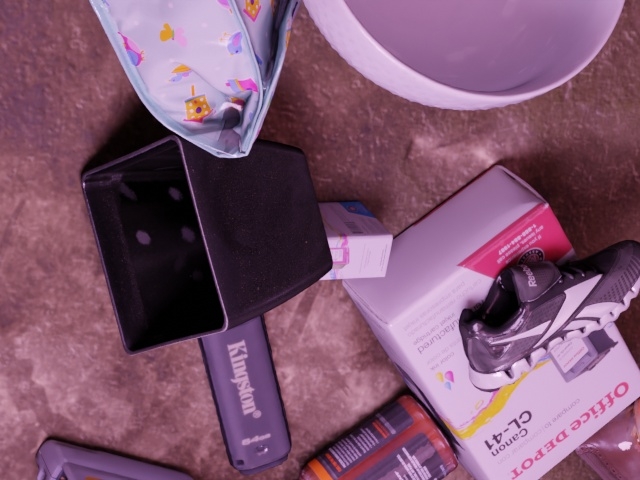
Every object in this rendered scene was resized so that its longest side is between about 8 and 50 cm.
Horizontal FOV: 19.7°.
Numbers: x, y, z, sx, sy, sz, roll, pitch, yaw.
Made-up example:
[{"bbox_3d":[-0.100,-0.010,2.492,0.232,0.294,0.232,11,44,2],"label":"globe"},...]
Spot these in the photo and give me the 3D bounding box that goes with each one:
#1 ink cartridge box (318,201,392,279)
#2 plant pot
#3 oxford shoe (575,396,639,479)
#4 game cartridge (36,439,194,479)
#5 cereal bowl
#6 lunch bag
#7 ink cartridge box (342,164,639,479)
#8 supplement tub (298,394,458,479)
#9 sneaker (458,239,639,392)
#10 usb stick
[{"bbox_3d":[0.000,0.000,1.931,0.122,0.088,0.052,-1,116,-25],"label":"ink cartridge box"},{"bbox_3d":[-0.100,-0.008,1.806,0.167,0.187,0.188,-15,88,-38],"label":"plant pot"},{"bbox_3d":[0.423,0.308,2.288,0.133,0.130,0.363,-18,134,21],"label":"oxford shoe"},{"bbox_3d":[-0.164,0.312,1.874,0.198,0.297,0.062,15,110,-31],"label":"game cartridge"},{"bbox_3d":[0.110,-0.278,1.699,0.339,0.141,0.338,4,81,-27],"label":"cereal bowl"},{"bbox_3d":[-0.097,-0.234,1.685,0.160,0.223,0.262,-11,131,21],"label":"lunch bag"},{"bbox_3d":[0.199,0.106,2.054,0.226,0.131,0.306,-38,122,-6],"label":"ink cartridge box"},{"bbox_3d":[0.049,0.267,2.072,0.198,0.106,0.106,-34,123,-7],"label":"supplement tub"},{"bbox_3d":[0.241,0.057,1.928,0.234,0.078,0.106,-34,124,-6],"label":"sneaker"},{"bbox_3d":[-0.087,0.129,1.976,0.077,0.045,0.278,-21,121,-17],"label":"usb stick"}]
